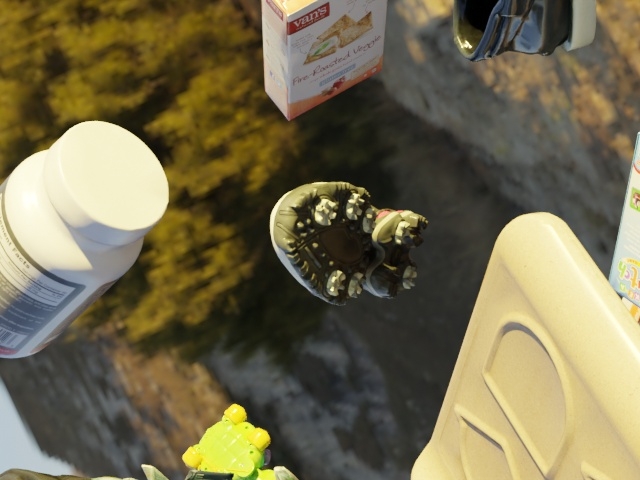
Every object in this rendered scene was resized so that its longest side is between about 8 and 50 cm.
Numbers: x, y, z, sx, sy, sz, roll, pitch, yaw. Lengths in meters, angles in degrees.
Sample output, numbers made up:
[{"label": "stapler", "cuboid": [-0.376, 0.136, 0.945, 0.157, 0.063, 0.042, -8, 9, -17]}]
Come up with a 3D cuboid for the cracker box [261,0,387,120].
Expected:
[{"label": "cracker box", "cuboid": [0.006, -0.273, 1.942, 0.067, 0.155, 0.232, 52, 162, 24]}]

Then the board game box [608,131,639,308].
[{"label": "board game box", "cuboid": [0.423, -0.004, 1.788, 0.160, 0.039, 0.212, 41, 132, 48]}]

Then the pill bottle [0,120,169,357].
[{"label": "pill bottle", "cuboid": [-0.377, 0.000, 2.114, 0.363, 0.210, 0.210, -39, 71, 40]}]

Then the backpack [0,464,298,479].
[{"label": "backpack", "cuboid": [-0.051, 0.299, 1.035, 0.355, 0.273, 0.290, 29, -138, -49]}]

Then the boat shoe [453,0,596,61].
[{"label": "boat shoe", "cuboid": [0.114, -0.232, 1.008, 0.340, 0.113, 0.127, 67, -175, -65]}]

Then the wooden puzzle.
[{"label": "wooden puzzle", "cuboid": [0.205, 0.197, 1.157, 0.322, 0.080, 0.348, 59, 149, 34]}]

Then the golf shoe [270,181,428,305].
[{"label": "golf shoe", "cuboid": [0.000, 0.000, 1.384, 0.273, 0.120, 0.105, 19, -94, -67]}]

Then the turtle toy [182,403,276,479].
[{"label": "turtle toy", "cuboid": [-0.094, 0.263, 1.772, 0.130, 0.095, 0.066, 40, 171, 37]}]

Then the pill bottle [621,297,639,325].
[{"label": "pill bottle", "cuboid": [0.575, 0.172, 1.897, 0.392, 0.224, 0.224, 46, 161, 46]}]
